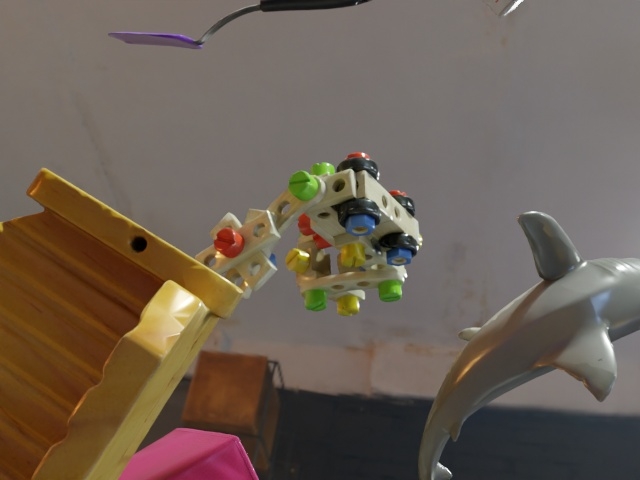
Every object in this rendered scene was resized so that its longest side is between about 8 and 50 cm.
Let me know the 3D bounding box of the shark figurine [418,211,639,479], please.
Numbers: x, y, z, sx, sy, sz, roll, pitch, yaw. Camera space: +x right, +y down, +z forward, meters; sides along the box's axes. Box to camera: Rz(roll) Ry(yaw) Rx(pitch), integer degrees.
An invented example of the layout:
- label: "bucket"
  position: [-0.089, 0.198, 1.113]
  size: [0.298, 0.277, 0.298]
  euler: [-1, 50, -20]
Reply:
- label: "shark figurine"
  position: [0.150, 0.101, 0.627]
  size: [0.278, 0.116, 0.166]
  euler: [-43, -54, 2]

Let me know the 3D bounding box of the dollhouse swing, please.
- label: "dollhouse swing"
  position: [-0.259, 0.117, 0.684]
  size: [0.315, 0.346, 0.305]
  euler: [30, -7, 14]

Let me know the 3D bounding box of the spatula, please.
- label: "spatula"
  position: [-0.083, -0.237, 0.951]
  size: [0.297, 0.030, 0.084]
  euler: [-11, 2, 12]

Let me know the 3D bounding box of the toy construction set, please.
- label: "toy construction set"
  position: [0.000, 0.000, 1.076]
  size: [0.215, 0.151, 0.328]
  euler: [-15, -15, 26]

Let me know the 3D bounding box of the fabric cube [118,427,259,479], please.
- label: "fabric cube"
  position: [-0.224, 0.454, 1.309]
  size: [0.254, 0.258, 0.259]
  euler: [-15, -79, 58]

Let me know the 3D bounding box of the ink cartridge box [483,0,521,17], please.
- label: "ink cartridge box"
  position: [0.274, -0.488, 1.407]
  size: [0.218, 0.092, 0.158]
  euler: [45, -41, -1]
